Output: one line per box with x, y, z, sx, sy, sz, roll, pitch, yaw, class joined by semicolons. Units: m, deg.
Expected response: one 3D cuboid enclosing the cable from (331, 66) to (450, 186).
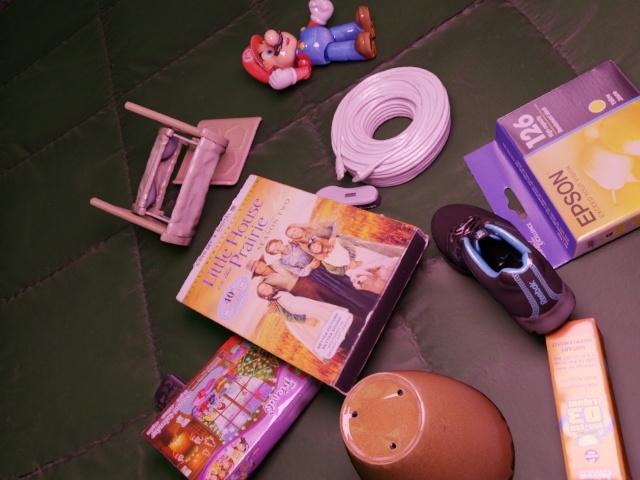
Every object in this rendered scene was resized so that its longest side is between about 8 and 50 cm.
0.145;-0.234;1.299;0.257;0.089;0.257;-21;54;17;cable

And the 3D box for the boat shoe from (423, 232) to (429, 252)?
0.145;0.033;1.173;0.137;0.049;0.043;-46;49;4;boat shoe

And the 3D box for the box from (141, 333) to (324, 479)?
-0.150;0.295;1.135;0.201;0.057;0.293;25;62;36;box

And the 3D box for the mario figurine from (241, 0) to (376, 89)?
-0.039;-0.464;1.475;0.320;0.170;0.198;-11;24;15;mario figurine

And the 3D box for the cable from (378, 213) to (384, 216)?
0.000;0.000;1.283;0.287;0.072;0.139;7;76;45;cable

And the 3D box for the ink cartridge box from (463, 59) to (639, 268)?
0.437;-0.131;1.090;0.307;0.072;0.304;-27;54;11;ink cartridge box

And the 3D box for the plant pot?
0.132;0.281;0.906;0.237;0.254;0.237;-14;56;23;plant pot

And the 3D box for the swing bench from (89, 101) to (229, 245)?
-0.344;-0.144;1.433;0.254;0.165;0.253;23;92;26;swing bench

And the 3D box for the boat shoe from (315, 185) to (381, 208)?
0.056;-0.083;1.291;0.142;0.040;0.049;0;62;29;boat shoe

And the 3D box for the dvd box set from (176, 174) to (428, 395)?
-0.049;0.058;1.173;0.420;0.062;0.308;22;76;38;dvd box set

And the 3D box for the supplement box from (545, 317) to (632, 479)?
0.381;0.235;0.904;0.078;0.080;0.233;-14;59;25;supplement box

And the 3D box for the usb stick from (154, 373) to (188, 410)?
-0.218;0.344;1.199;0.278;0.045;0.077;24;84;37;usb stick

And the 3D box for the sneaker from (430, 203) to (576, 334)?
0.274;0.004;1.024;0.125;0.139;0.341;-42;33;1;sneaker

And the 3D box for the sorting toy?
-0.249;-0.216;1.546;0.193;0.038;0.208;4;61;31;sorting toy
